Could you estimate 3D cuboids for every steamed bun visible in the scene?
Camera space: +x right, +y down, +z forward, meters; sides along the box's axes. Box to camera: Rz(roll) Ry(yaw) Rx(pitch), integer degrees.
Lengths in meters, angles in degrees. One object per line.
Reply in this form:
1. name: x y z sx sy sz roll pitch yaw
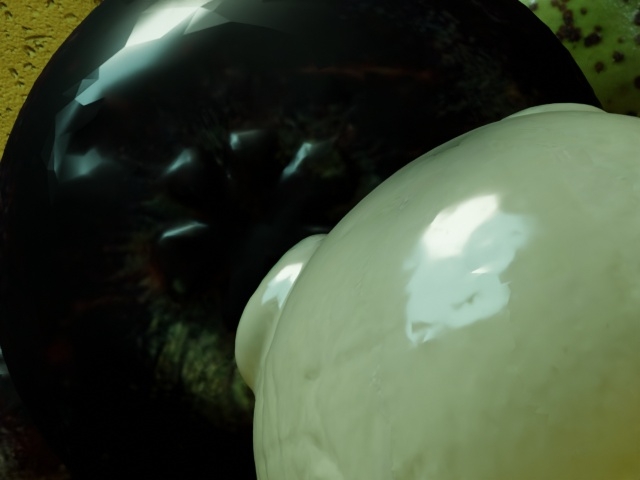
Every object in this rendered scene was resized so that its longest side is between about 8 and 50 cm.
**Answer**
1. steamed bun: 0.059 0.034 0.523 0.177 0.131 0.228 -29 5 -7

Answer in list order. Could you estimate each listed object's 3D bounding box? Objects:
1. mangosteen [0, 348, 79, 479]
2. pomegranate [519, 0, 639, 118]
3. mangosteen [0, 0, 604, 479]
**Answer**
1. mangosteen: -0.125 0.135 1.078 0.297 0.313 0.297 -34 -42 -37
2. pomegranate: 0.217 -0.127 1.136 0.247 0.214 0.214 -10 3 3
3. mangosteen: -0.007 0.004 0.823 0.300 0.300 0.300 -43 1 1
